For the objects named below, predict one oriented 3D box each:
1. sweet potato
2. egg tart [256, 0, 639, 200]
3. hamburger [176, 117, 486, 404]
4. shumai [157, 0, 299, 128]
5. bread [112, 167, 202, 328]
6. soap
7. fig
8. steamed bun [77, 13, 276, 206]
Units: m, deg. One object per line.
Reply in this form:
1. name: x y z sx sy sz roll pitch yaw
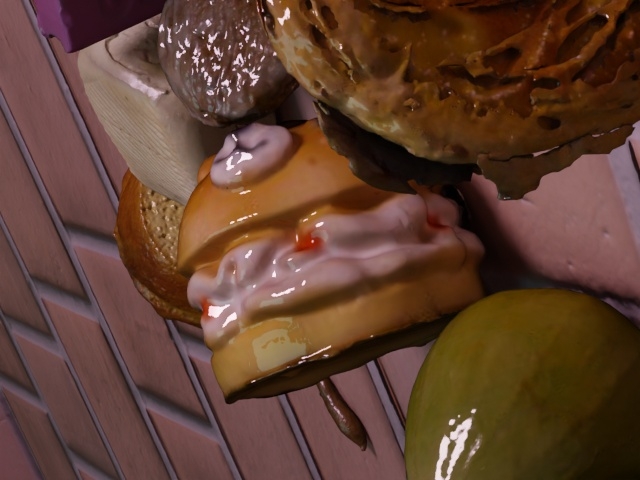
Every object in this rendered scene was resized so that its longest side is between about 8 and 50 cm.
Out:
1. sweet potato: 0.019 0.185 2.075 0.115 0.026 0.026 57 158 13
2. egg tart: 0.089 -0.150 1.153 0.297 0.297 0.132 57 156 7
3. hamburger: 0.000 0.000 1.603 0.276 0.276 0.237 140 113 -68
4. shumai: -0.052 -0.185 1.622 0.153 0.161 0.209 46 -136 -66
5. bread: -0.152 0.006 2.068 0.260 0.134 0.129 55 157 10
6. soap: -0.165 -0.263 1.672 0.065 0.203 0.122 35 146 42
7. fig: 0.168 0.157 1.459 0.207 0.230 0.207 14 157 6
8. steamed bun: -0.121 -0.134 1.828 0.170 0.152 0.238 34 163 34
